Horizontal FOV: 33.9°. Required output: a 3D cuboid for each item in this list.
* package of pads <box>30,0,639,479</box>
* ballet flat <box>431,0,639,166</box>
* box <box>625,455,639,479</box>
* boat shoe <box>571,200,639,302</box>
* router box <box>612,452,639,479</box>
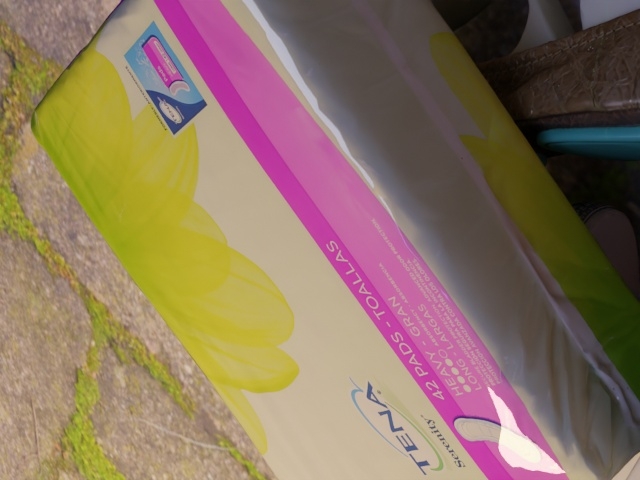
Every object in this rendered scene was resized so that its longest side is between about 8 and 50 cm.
[{"bbox_3d":[0.000,0.000,0.520,0.296,0.101,0.229,55,143,-4],"label":"package of pads"},{"bbox_3d":[0.119,-0.086,0.521,0.342,0.116,0.124,-6,84,48],"label":"ballet flat"},{"bbox_3d":[0.192,0.119,0.425,0.126,0.072,0.137,38,128,28],"label":"box"},{"bbox_3d":[0.130,0.089,0.587,0.076,0.080,0.228,10,112,47],"label":"boat shoe"},{"bbox_3d":[0.304,0.224,0.473,0.301,0.082,0.335,-4,103,44],"label":"router box"}]
